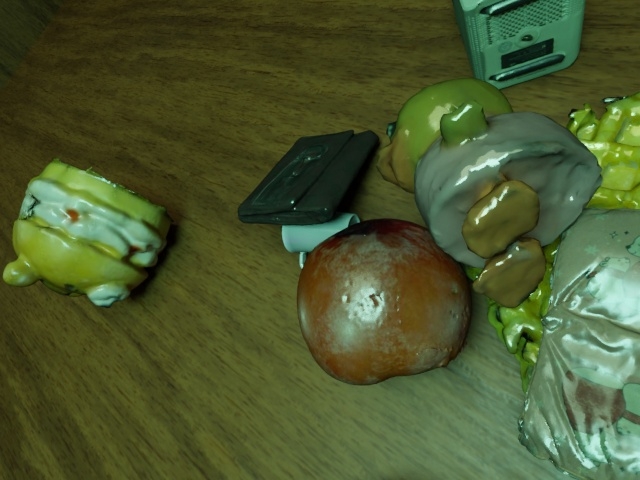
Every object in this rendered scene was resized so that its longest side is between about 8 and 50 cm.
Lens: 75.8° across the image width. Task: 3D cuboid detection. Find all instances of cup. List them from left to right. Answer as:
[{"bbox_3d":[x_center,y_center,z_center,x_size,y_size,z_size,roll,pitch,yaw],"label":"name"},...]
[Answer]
[{"bbox_3d":[0.000,0.000,0.660,0.116,0.074,0.104,5,95,26],"label":"cup"}]

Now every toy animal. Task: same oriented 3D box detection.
[{"bbox_3d":[0.162,-0.087,0.448,0.169,0.195,0.281,-28,39,3],"label":"toy animal"}]

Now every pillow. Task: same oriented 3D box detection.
[{"bbox_3d":[0.268,0.091,0.362,0.135,0.049,0.249,10,74,36],"label":"pillow"}]

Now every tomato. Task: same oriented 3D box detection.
[{"bbox_3d":[0.072,0.067,0.496,0.208,0.208,0.185,-19,76,20],"label":"tomato"}]

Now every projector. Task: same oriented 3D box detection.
[{"bbox_3d":[0.277,-0.377,0.606,0.163,0.177,0.243,-15,63,20],"label":"projector"}]

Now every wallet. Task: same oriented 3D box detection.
[{"bbox_3d":[-0.016,-0.111,0.676,0.181,0.049,0.229,2,43,33],"label":"wallet"}]

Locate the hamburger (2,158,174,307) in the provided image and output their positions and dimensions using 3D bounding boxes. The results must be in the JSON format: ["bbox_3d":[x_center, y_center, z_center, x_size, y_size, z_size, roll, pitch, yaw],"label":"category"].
[{"bbox_3d":[-0.443,0.001,0.785,0.276,0.276,0.237,14,74,33],"label":"hamburger"}]

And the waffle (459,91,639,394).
[{"bbox_3d":[0.349,-0.002,0.446,0.379,0.095,0.382,-23,57,22],"label":"waffle"}]
